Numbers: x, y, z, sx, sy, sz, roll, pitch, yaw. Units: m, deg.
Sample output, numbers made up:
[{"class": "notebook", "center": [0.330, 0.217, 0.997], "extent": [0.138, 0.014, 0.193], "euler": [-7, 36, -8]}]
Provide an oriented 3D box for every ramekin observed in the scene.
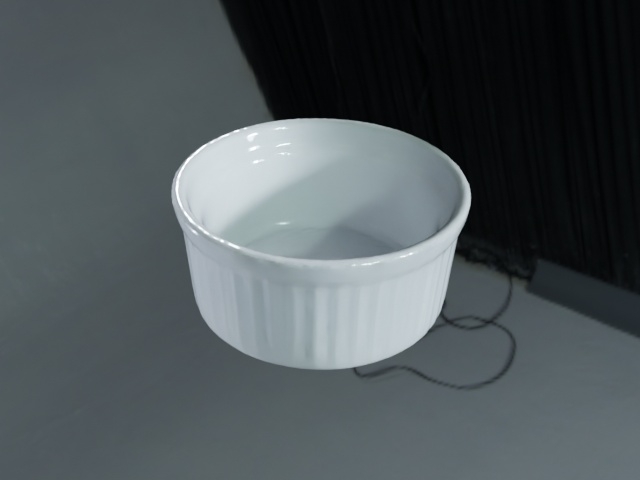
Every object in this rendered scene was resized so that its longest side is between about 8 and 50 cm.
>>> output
[{"class": "ramekin", "center": [0.000, 0.000, 0.902], "extent": [0.277, 0.135, 0.277], "euler": [1, 33, 0]}]
